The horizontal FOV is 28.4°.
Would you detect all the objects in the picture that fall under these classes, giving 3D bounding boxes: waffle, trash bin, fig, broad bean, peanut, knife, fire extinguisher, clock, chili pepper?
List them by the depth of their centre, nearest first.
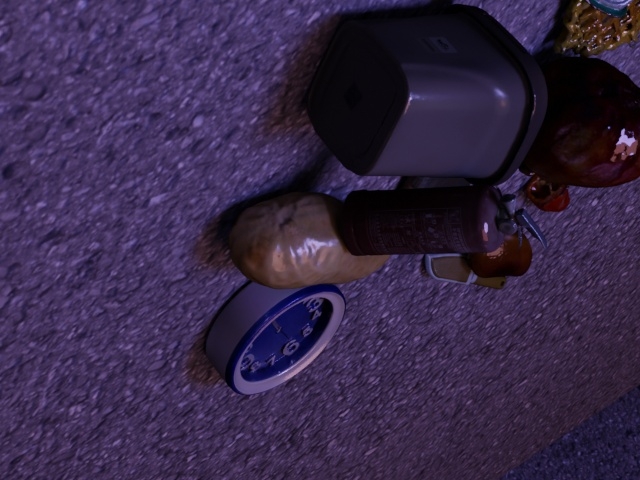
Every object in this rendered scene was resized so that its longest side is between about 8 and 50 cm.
[{"bbox_3d":[0.136,-0.189,1.680,0.250,0.220,0.219,-7,135,-39],"label":"trash bin"},{"bbox_3d":[0.168,-0.024,1.721,0.105,0.269,0.104,8,81,-62],"label":"fire extinguisher"},{"bbox_3d":[0.000,0.000,1.829,0.319,0.147,0.147,1,130,-51],"label":"peanut"},{"bbox_3d":[-0.070,0.138,1.997,0.230,0.083,0.230,-30,149,-20],"label":"clock"},{"bbox_3d":[0.475,-0.397,2.003,0.245,0.052,0.254,-17,142,-39],"label":"waffle"},{"bbox_3d":[0.422,-0.187,2.039,0.224,0.263,0.223,-5,100,-34],"label":"fig"},{"bbox_3d":[0.334,0.022,2.376,0.165,0.084,0.114,1,119,-48],"label":"broad bean"},{"bbox_3d":[0.446,-0.088,2.404,0.088,0.065,0.169,-32,161,12],"label":"chili pepper"},{"bbox_3d":[0.278,0.054,2.410,0.343,0.027,0.061,10,104,-56],"label":"knife"}]

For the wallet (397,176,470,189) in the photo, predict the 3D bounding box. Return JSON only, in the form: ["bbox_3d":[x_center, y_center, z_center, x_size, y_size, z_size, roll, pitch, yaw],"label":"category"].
[{"bbox_3d":[0.217,-0.135,2.033,0.169,0.044,0.317,-12,141,-48],"label":"wallet"}]

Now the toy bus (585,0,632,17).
[{"bbox_3d":[0.396,-0.482,1.601,0.184,0.199,0.343,26,110,-41],"label":"toy bus"}]
